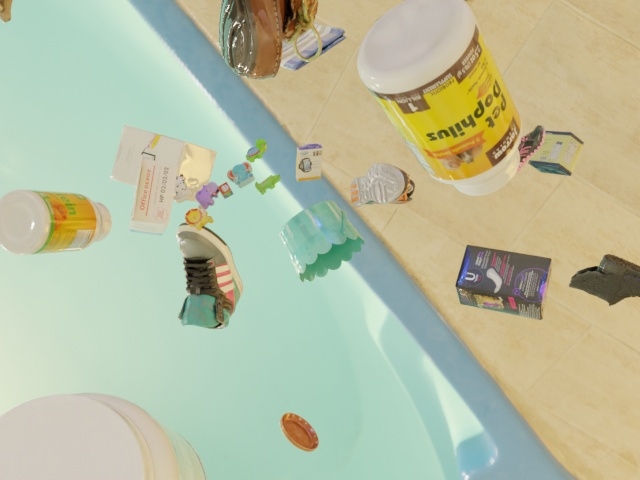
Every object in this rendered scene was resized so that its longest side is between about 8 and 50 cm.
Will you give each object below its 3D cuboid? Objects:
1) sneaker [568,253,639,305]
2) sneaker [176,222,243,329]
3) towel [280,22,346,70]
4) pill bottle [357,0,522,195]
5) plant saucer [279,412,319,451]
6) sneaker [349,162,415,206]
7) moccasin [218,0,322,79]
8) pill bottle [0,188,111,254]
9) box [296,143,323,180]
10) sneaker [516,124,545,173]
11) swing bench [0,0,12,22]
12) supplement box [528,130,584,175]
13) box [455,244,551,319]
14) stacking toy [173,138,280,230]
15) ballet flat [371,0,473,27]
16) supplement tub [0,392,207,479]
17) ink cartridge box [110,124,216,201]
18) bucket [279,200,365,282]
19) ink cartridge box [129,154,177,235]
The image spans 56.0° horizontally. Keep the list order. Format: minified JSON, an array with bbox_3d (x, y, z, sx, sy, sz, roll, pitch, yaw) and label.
[{"bbox_3d":[0.554,0.085,1.099,0.170,0.051,0.089,27,121,18],"label":"sneaker"},{"bbox_3d":[-0.276,0.111,1.391,0.124,0.178,0.295,-1,139,18],"label":"sneaker"},{"bbox_3d":[-0.077,-0.602,1.828,0.209,0.285,0.034,-38,132,-14],"label":"towel"},{"bbox_3d":[0.135,-0.138,0.624,0.117,0.117,0.215,-22,140,24],"label":"pill bottle"},{"bbox_3d":[-0.039,0.346,1.083,0.083,0.083,0.013,37,105,-2],"label":"plant saucer"},{"bbox_3d":[0.230,-0.174,1.862,0.180,0.321,0.124,-6,92,-21],"label":"sneaker"},{"bbox_3d":[-0.058,-0.333,0.831,0.147,0.380,0.139,12,125,-11],"label":"moccasin"},{"bbox_3d":[-0.580,-0.041,1.336,0.136,0.246,0.136,1,92,16],"label":"pill bottle"},{"bbox_3d":[-0.037,-0.260,1.968,0.081,0.028,0.136,-8,128,-16],"label":"box"},{"bbox_3d":[0.408,-0.191,1.231,0.057,0.047,0.119,27,124,-8],"label":"sneaker"},{"bbox_3d":[-0.461,-0.514,0.952,0.255,0.165,0.253,-7,154,6],"label":"swing bench"},{"bbox_3d":[0.532,-0.198,1.360,0.056,0.083,0.083,24,88,-35],"label":"supplement box"},{"bbox_3d":[0.593,0.134,1.946,0.271,0.165,0.143,11,154,25],"label":"box"},{"bbox_3d":[-0.193,-0.115,1.217,0.221,0.167,0.052,-30,72,-6],"label":"stacking toy"},{"bbox_3d":[0.182,-0.385,1.057,0.206,0.067,0.073,-26,67,-8],"label":"ballet flat"},{"bbox_3d":[-0.283,0.330,0.765,0.241,0.241,0.331,18,155,8],"label":"supplement tub"},{"bbox_3d":[-0.463,-0.226,1.791,0.233,0.171,0.168,19,96,23],"label":"ink cartridge box"},{"bbox_3d":[0.000,0.000,2.140,0.281,0.281,0.183,-40,71,27],"label":"bucket"},{"bbox_3d":[-0.283,-0.072,1.016,0.062,0.181,0.104,9,81,-18],"label":"ink cartridge box"}]
